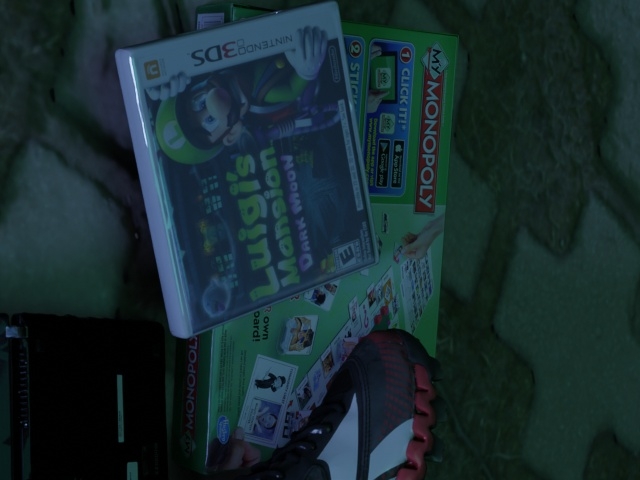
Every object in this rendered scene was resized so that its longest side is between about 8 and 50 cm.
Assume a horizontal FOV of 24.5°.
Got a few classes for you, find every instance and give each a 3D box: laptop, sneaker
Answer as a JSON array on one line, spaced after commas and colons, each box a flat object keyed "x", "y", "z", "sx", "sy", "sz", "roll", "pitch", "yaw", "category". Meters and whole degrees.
[{"x": -0.212, "y": 0.164, "z": 0.895, "sx": 0.264, "sy": 0.137, "sz": 0.234, "roll": 11, "pitch": 76, "yaw": -65, "category": "laptop"}, {"x": -0.003, "y": 0.168, "z": 0.980, "sx": 0.135, "sy": 0.098, "sz": 0.276, "roll": 28, "pitch": 62, "yaw": -16, "category": "sneaker"}]

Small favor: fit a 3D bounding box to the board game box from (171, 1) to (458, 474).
[{"x": 0.000, "y": 0.000, "z": 1.061, "sx": 0.214, "sy": 0.046, "sz": 0.317, "roll": 1, "pitch": 94, "yaw": -40, "category": "board game box"}]

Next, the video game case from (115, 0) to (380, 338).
[{"x": -0.042, "y": -0.051, "z": 0.977, "sx": 0.173, "sy": 0.022, "sz": 0.190, "roll": -20, "pitch": 107, "yaw": -36, "category": "video game case"}]
